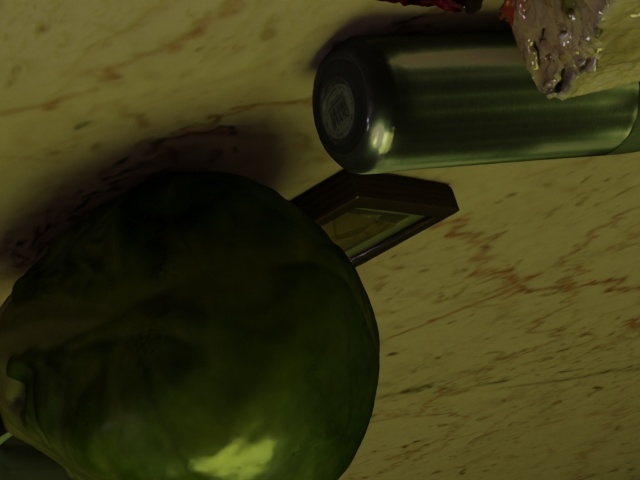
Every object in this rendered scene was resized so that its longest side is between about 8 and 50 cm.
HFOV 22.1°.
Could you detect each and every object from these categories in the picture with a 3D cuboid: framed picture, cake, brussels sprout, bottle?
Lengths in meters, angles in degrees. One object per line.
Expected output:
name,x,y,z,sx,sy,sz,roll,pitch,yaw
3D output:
framed picture,0.000,0.000,1.203,0.168,0.023,0.128,-29,159,33
cake,0.174,-0.148,0.830,0.117,0.086,0.220,-13,162,-12
brussels sprout,-0.091,0.069,1.034,0.271,0.219,0.210,-6,152,29
bottle,0.119,-0.092,0.970,0.254,0.079,0.096,-5,120,-31

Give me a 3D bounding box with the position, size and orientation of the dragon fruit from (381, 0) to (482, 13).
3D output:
dragon fruit,0.023,-0.175,0.647,0.161,0.120,0.127,33,174,-37

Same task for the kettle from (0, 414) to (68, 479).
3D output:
kettle,-0.276,0.217,1.409,0.221,0.161,0.236,-50,152,8
